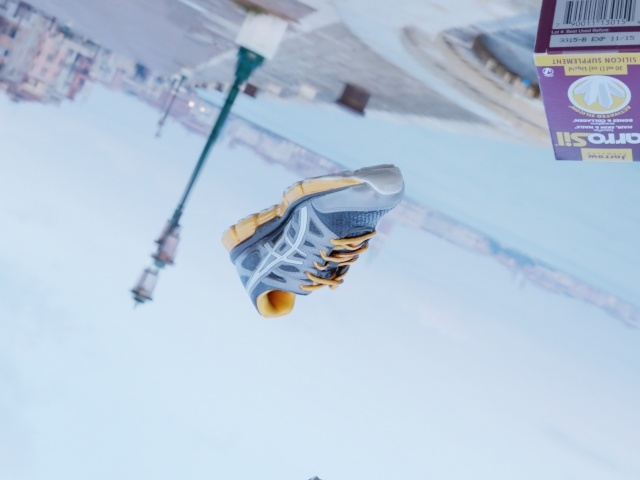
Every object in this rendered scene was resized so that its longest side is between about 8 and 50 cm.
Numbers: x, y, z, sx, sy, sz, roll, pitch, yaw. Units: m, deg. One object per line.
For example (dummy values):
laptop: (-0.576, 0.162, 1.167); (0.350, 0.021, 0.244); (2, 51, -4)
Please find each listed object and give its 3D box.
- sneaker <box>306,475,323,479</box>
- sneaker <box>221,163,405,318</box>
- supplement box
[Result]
sneaker: (0.047, 0.281, 0.839); (0.226, 0.164, 0.086); (-12, 175, 7)
sneaker: (0.000, 0.000, 0.767); (0.084, 0.083, 0.215); (-10, 168, -34)
supplement box: (0.133, -0.077, 0.455); (0.054, 0.043, 0.083); (2, 151, 23)
